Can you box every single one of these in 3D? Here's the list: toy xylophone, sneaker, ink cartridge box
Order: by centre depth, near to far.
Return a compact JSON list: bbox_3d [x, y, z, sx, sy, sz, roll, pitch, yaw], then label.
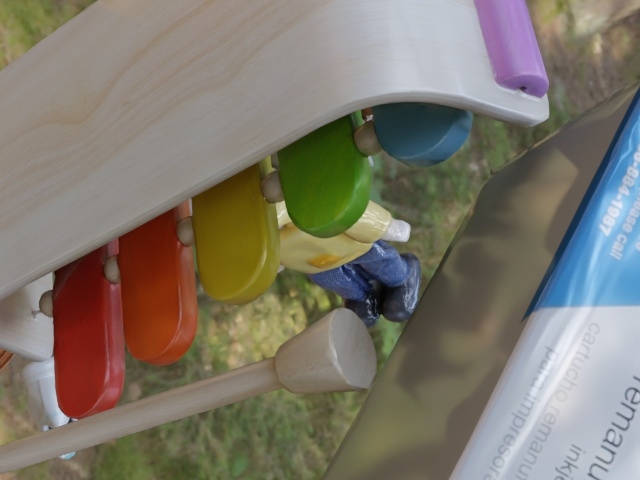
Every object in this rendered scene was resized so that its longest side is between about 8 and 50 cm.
[{"bbox_3d":[0.146,0.087,0.392,0.232,0.171,0.168,30,-13,-5],"label":"ink cartridge box"},{"bbox_3d":[-0.058,-0.022,0.474,0.081,0.322,0.236,23,59,-48],"label":"toy xylophone"},{"bbox_3d":[-0.298,0.212,1.259,0.212,0.080,0.094,89,-19,-66],"label":"sneaker"}]

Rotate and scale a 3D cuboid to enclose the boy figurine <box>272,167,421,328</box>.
[{"bbox_3d":[0.000,0.000,1.084,0.285,0.177,0.092,35,50,-51],"label":"boy figurine"}]

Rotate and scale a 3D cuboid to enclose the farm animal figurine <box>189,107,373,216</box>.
[{"bbox_3d":[-0.037,-0.126,1.118,0.172,0.330,0.327,53,20,-18],"label":"farm animal figurine"}]

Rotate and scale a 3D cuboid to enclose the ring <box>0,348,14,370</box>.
[{"bbox_3d":[-0.531,0.051,1.389,0.032,0.336,0.337,143,-69,-71],"label":"ring"}]
